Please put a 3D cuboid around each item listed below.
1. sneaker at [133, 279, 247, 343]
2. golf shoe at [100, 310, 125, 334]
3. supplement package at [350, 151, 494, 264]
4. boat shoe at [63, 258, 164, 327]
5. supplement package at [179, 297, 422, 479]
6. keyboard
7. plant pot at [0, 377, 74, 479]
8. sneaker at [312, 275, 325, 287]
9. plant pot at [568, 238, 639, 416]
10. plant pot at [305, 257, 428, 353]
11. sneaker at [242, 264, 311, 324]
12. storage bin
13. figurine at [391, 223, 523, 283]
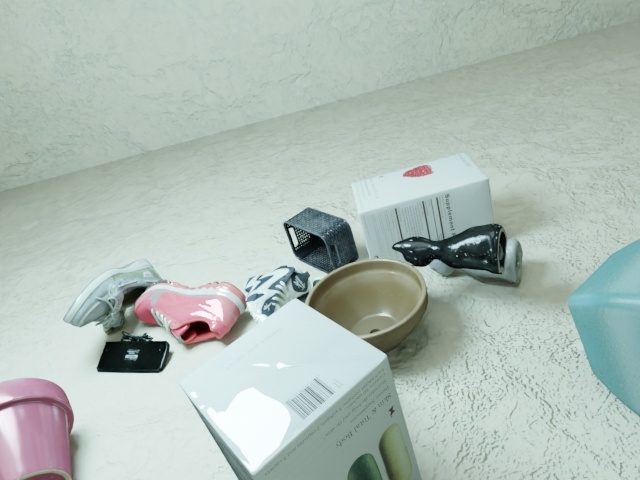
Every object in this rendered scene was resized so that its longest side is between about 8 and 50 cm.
[{"bbox_3d":[-0.328,0.173,1.133,0.313,0.116,0.136,-7,38,24],"label":"sneaker"},{"bbox_3d":[-0.566,0.170,1.297,0.069,0.086,0.176,-29,30,-16],"label":"golf shoe"},{"bbox_3d":[0.239,-0.068,1.160,0.292,0.176,0.178,-15,29,5],"label":"supplement package"},{"bbox_3d":[-0.496,0.136,1.208,0.118,0.103,0.320,-52,-2,15],"label":"boat shoe"},{"bbox_3d":[-0.017,0.263,0.655,0.199,0.263,0.198,-34,34,-25],"label":"supplement package"},{"bbox_3d":[-0.424,0.263,1.130,0.191,0.038,0.100,-4,56,21],"label":"keyboard"},{"bbox_3d":[-0.522,0.374,0.842,0.201,0.202,0.180,-31,48,-21],"label":"plant pot"},{"bbox_3d":[0.020,0.102,1.149,0.083,0.031,0.035,-13,43,18],"label":"sneaker"},{"bbox_3d":[0.504,0.115,0.659,0.247,0.247,0.252,-33,15,-24],"label":"plant pot"},{"bbox_3d":[0.096,0.146,0.947,0.237,0.110,0.237,-14,29,8],"label":"plant pot"},{"bbox_3d":[-0.083,0.125,1.095,0.153,0.094,0.235,-30,21,-4],"label":"sneaker"},{"bbox_3d":[0.000,0.000,1.231,0.084,0.122,0.180,-34,33,-25],"label":"storage bin"},{"bbox_3d":[0.281,0.030,0.988,0.209,0.214,0.093,0,78,35],"label":"figurine"}]
